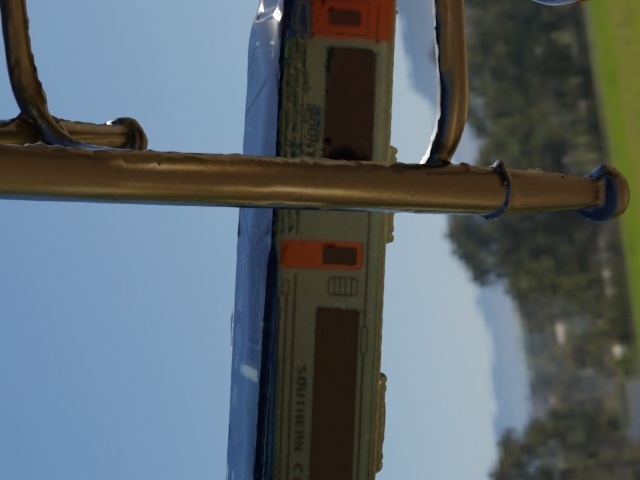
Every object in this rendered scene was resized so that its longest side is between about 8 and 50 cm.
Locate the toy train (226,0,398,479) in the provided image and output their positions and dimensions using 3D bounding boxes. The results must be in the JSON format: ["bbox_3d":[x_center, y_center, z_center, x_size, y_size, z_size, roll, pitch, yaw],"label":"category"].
[{"bbox_3d":[0.000,0.000,1.118,0.086,0.089,0.409,-165,78,-77],"label":"toy train"}]

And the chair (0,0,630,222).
[{"bbox_3d":[-0.130,-0.155,0.848,0.410,0.365,0.361,-20,-69,-46],"label":"chair"}]

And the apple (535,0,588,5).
[{"bbox_3d":[0.162,-0.218,1.289,0.102,0.099,0.114,-57,-20,-24],"label":"apple"}]
